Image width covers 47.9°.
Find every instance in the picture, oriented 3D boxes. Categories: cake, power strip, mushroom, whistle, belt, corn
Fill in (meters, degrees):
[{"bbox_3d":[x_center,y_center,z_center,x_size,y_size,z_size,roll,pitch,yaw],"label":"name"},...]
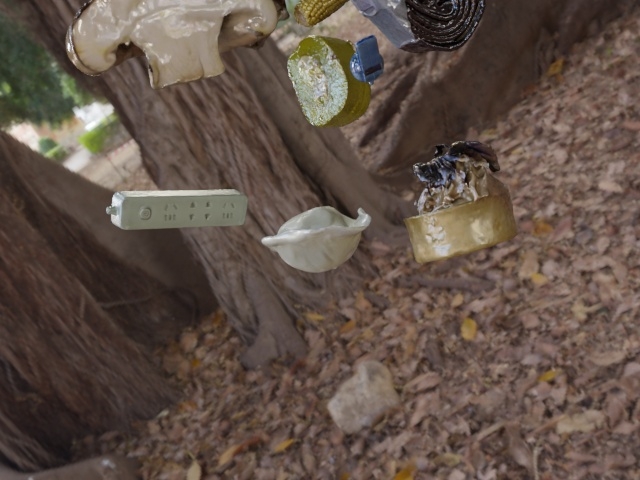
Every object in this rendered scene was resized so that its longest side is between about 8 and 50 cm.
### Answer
[{"bbox_3d":[0.027,-0.450,2.008,0.179,0.260,0.156,-27,-11,35],"label":"cake"},{"bbox_3d":[-0.362,-0.080,1.849,0.385,0.091,0.062,-4,21,-39],"label":"power strip"},{"bbox_3d":[-0.211,-0.289,0.987,0.286,0.156,0.151,-18,14,-25],"label":"mushroom"},{"bbox_3d":[0.385,-0.121,2.083,0.332,0.321,0.332,-15,0,0],"label":"cake"},{"bbox_3d":[0.109,-0.434,1.727,0.090,0.158,0.090,-9,51,10],"label":"whistle"},{"bbox_3d":[0.162,-0.478,1.354,0.184,0.289,0.164,-49,20,3],"label":"belt"},{"bbox_3d":[0.053,-0.694,1.961,0.310,0.101,0.101,-43,20,-21],"label":"corn"}]

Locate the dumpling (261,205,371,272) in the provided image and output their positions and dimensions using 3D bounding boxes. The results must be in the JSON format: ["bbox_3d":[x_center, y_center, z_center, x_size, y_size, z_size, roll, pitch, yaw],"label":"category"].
[{"bbox_3d":[0.000,0.000,2.059,0.318,0.187,0.243,-15,1,-9],"label":"dumpling"}]

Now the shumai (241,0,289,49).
[{"bbox_3d":[-0.159,-0.606,1.948,0.185,0.184,0.218,8,-5,22],"label":"shumai"}]
